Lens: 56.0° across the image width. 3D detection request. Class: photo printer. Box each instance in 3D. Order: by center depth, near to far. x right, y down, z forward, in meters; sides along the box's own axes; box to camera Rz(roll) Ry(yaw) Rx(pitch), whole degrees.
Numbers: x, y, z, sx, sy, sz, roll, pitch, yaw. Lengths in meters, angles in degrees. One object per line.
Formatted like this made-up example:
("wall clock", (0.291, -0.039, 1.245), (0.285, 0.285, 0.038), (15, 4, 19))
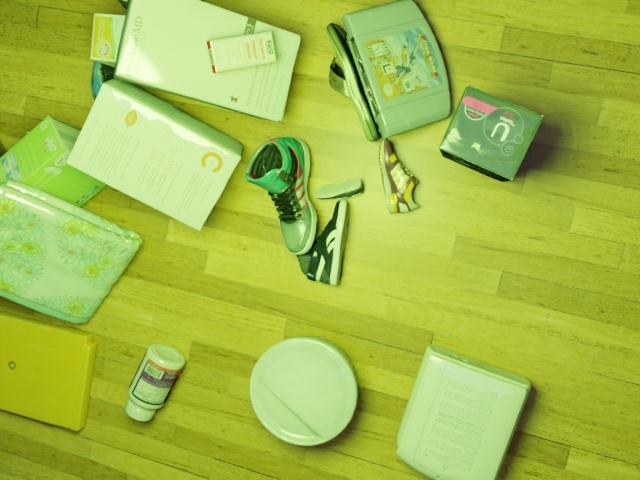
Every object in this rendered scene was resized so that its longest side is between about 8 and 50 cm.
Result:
("photo printer", (0.331, 0.436, 1.445), (0.256, 0.107, 0.307), (18, 99, 12))

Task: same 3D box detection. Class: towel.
("towel", (-0.706, 0.041, 1.557), (0.374, 0.090, 0.320), (27, 117, -30))

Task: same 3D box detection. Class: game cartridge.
("game cartridge", (0.186, -0.404, 1.397), (0.198, 0.062, 0.297), (-20, 92, -11))
("game cartridge", (-0.813, 0.375, 1.744), (0.324, 0.053, 0.285), (12, 97, 10))

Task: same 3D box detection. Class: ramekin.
("ramekin", (-0.033, 0.364, 1.515), (0.273, 0.127, 0.272), (1, 95, 12))

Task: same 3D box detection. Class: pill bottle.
("pill bottle", (-0.452, 0.385, 1.625), (0.108, 0.108, 0.193), (30, 101, 9))

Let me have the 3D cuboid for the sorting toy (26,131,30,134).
("sorting toy", (-0.763, -0.279, 1.681), (0.083, 0.045, 0.075), (-15, 98, 14))

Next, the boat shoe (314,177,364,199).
("boat shoe", (0.047, -0.121, 1.503), (0.125, 0.038, 0.046), (-16, 48, 13))

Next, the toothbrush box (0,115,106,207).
("toothbrush box", (-0.714, -0.166, 1.581), (0.283, 0.206, 0.122), (-37, 67, 14))

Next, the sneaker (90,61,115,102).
("sneaker", (-0.581, -0.388, 1.624), (0.082, 0.069, 0.209), (17, 110, 44))

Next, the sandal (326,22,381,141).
("sandal", (0.065, -0.376, 1.443), (0.086, 0.120, 0.302), (-17, 91, 28))

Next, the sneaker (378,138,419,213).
("sneaker", (0.190, -0.159, 1.457), (0.084, 0.069, 0.185), (-9, 99, 5))

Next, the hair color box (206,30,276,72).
("hair color box", (-0.174, -0.417, 1.331), (0.141, 0.043, 0.072), (-15, 109, -17))

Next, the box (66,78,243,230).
("box", (-0.390, -0.212, 1.464), (0.345, 0.168, 0.215), (28, 106, -14))

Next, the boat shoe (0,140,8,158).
("boat shoe", (-0.928, -0.209, 1.703), (0.098, 0.109, 0.302), (-31, 87, 53))

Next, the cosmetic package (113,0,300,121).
("cosmetic package", (-0.265, -0.428, 1.399), (0.385, 0.156, 0.217), (9, 99, -24))

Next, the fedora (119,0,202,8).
("fedora", (-0.443, -0.685, 1.494), (0.153, 0.334, 0.334), (-3, 94, 47))

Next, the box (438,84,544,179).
("box", (0.361, -0.222, 1.301), (0.165, 0.270, 0.143), (25, 100, 10))

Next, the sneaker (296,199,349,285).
("sneaker", (0.000, 0.000, 1.502), (0.121, 0.079, 0.216), (9, 97, 13))

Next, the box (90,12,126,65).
("box", (-0.471, -0.485, 1.510), (0.103, 0.203, 0.114), (9, 97, 13))

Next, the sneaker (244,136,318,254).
("sneaker", (-0.095, -0.114, 1.439), (0.124, 0.178, 0.295), (-11, 81, 32))
